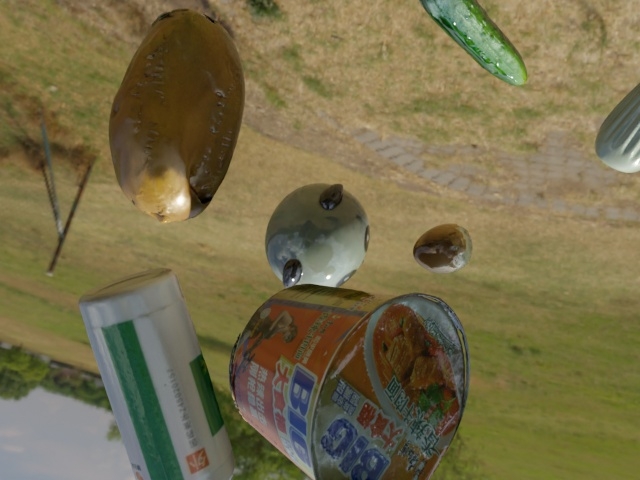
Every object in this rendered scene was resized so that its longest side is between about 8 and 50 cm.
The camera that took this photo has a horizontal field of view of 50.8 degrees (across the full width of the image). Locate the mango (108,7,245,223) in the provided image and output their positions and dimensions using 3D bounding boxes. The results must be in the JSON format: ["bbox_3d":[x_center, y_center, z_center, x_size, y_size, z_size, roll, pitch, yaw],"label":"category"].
[{"bbox_3d":[-0.172,-0.145,0.797,0.151,0.249,0.156,15,-167,-3],"label":"mango"}]

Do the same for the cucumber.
[{"bbox_3d":[0.181,-0.273,0.839,0.250,0.056,0.056,33,157,-35],"label":"cucumber"}]

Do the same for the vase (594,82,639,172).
[{"bbox_3d":[0.659,-0.256,1.346,0.128,0.128,0.248,16,130,-9],"label":"vase"}]

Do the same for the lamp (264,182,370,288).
[{"bbox_3d":[0.000,0.000,1.204,0.197,0.198,0.244,11,175,12],"label":"lamp"}]

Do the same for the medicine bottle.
[{"bbox_3d":[-0.142,0.160,0.628,0.095,0.260,0.095,-14,-173,2],"label":"medicine bottle"}]

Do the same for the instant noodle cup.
[{"bbox_3d":[0.028,0.190,0.904,0.214,0.297,0.296,12,168,46],"label":"instant noodle cup"}]

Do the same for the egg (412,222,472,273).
[{"bbox_3d":[0.174,0.013,0.964,0.083,0.071,0.071,-8,156,28],"label":"egg"}]
